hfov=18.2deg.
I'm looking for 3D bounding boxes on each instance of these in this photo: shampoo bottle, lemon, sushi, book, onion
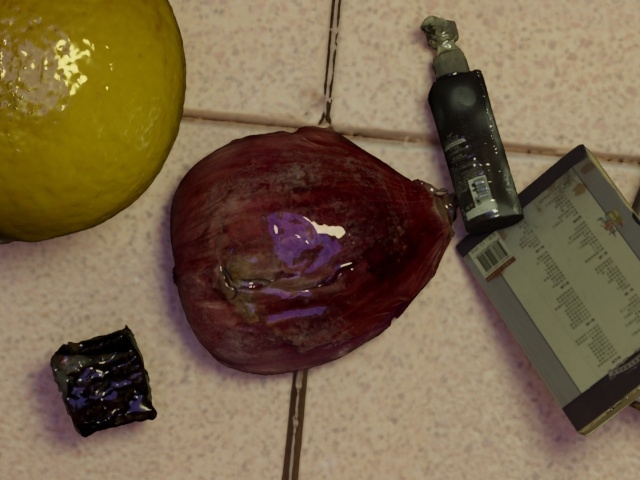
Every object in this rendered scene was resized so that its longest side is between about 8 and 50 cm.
[{"bbox_3d":[0.136,-0.111,1.872,0.057,0.063,0.207,-17,74,5],"label":"shampoo bottle"},{"bbox_3d":[-0.250,-0.141,1.773,0.293,0.293,0.293,0,87,-2],"label":"lemon"},{"bbox_3d":[-0.200,0.130,1.842,0.084,0.098,0.094,-17,92,0],"label":"sushi"},{"bbox_3d":[0.242,0.043,1.828,0.157,0.026,0.231,-40,58,15],"label":"book"},{"bbox_3d":[0.000,0.000,1.847,0.284,0.120,0.227,-17,92,-3],"label":"onion"}]

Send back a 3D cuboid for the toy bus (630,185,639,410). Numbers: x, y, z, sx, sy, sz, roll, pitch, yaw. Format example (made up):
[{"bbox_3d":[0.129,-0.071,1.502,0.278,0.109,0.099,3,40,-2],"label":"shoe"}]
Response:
[{"bbox_3d":[0.349,-0.006,1.867,0.138,0.097,0.342,24,86,2],"label":"toy bus"}]
